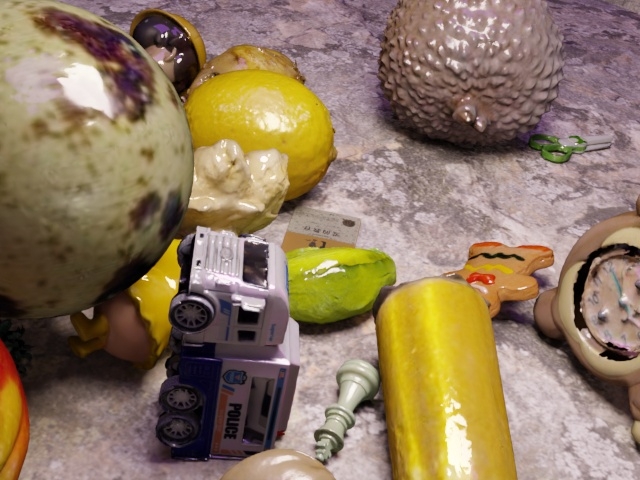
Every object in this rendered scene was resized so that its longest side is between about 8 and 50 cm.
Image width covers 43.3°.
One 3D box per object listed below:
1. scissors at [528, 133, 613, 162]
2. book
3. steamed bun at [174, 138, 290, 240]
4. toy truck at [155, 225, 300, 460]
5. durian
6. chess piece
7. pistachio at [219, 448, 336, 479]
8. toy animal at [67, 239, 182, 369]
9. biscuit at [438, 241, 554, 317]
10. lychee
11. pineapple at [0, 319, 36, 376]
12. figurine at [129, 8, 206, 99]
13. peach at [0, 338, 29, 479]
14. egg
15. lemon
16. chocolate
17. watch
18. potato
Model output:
[{"bbox_3d":[0.555,-0.208,1.755,0.204,0.027,0.101,-8,40,-22],"label":"scissors"},{"bbox_3d":[0.000,0.000,1.331,0.118,0.012,0.172,11,35,3],"label":"book"},{"bbox_3d":[-0.183,-0.038,1.165,0.295,0.292,0.137,-9,78,-1],"label":"steamed bun"},{"bbox_3d":[-0.097,0.121,0.912,0.155,0.268,0.124,7,36,-9],"label":"toy truck"},{"bbox_3d":[0.002,0.063,1.172,0.250,0.101,0.139,-12,12,-28],"label":"durian"},{"bbox_3d":[0.025,0.217,1.000,0.059,0.059,0.149,20,43,13],"label":"chess piece"},{"bbox_3d":[-0.045,0.276,0.858,0.149,0.113,0.113,-7,35,2],"label":"pistachio"},{"bbox_3d":[-0.209,0.085,1.038,0.229,0.156,0.156,-21,45,-32],"label":"toy animal"},{"bbox_3d":[0.260,0.057,1.244,0.165,0.036,0.250,3,25,36],"label":"biscuit"},{"bbox_3d":[0.304,-0.379,1.643,0.380,0.380,0.432,9,50,-2],"label":"lychee"},{"bbox_3d":[-0.446,0.091,1.017,0.083,0.103,0.221,-44,56,-13],"label":"pineapple"},{"bbox_3d":[-0.317,-0.332,1.596,0.167,0.192,0.257,33,51,-33],"label":"figurine"},{"bbox_3d":[-0.443,0.173,0.737,0.332,0.308,0.307,26,38,30],"label":"peach"},{"bbox_3d":[-0.334,-0.087,0.897,0.428,0.345,0.345,5,24,43],"label":"egg"},{"bbox_3d":[-0.109,-0.175,1.365,0.263,0.236,0.236,31,34,-8],"label":"lemon"},{"bbox_3d":[0.138,0.238,0.919,0.162,0.162,0.445,7,40,-4],"label":"chocolate"},{"bbox_3d":[0.534,0.105,1.136,0.326,0.314,0.335,3,49,-30],"label":"watch"},{"bbox_3d":[-0.145,-0.301,1.604,0.300,0.140,0.173,-34,96,-47],"label":"potato"}]
